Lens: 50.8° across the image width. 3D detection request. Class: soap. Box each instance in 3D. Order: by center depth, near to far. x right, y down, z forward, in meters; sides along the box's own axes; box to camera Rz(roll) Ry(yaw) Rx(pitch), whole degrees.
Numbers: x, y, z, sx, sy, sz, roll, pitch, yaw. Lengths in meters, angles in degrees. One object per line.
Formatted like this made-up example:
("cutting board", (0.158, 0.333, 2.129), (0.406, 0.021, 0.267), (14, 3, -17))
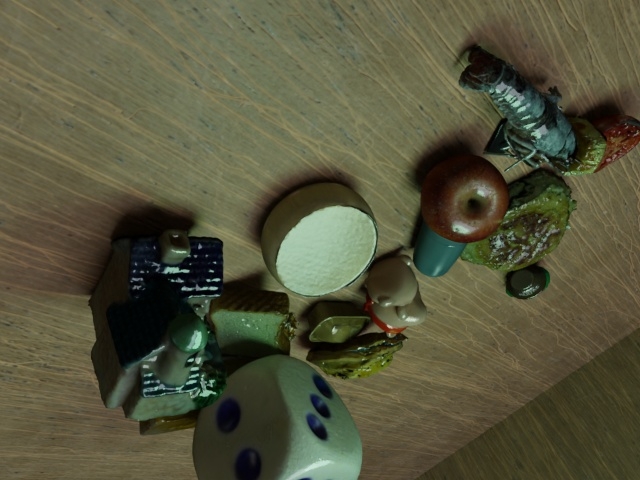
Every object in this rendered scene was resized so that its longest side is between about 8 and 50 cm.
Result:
("soap", (-0.295, 0.373, 1.674), (0.281, 0.143, 0.259), (-1, 147, -31))

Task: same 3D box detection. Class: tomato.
("tomato", (0.688, -0.253, 1.625), (0.166, 0.082, 0.174), (-35, 148, 9))

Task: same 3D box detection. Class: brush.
("brush", (0.423, -0.264, 1.480), (0.063, 0.016, 0.193), (-10, 142, -26))

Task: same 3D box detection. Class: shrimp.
("shrimp", (0.419, -0.242, 1.369), (0.410, 0.166, 0.221), (32, 86, -53))

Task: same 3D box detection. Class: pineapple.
("pineapple", (-0.099, 0.210, 1.691), (0.114, 0.077, 0.114), (-44, 152, -48))

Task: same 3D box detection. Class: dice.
("dice", (-0.100, 0.470, 1.547), (0.304, 0.304, 0.277), (-45, 140, 15))

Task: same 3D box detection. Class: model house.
("model house", (-0.277, 0.129, 1.235), (0.243, 0.298, 0.284), (-2, 137, -34))

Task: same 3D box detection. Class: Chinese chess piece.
("Chinese chess piece", (0.000, 0.000, 1.406), (0.250, 0.103, 0.250), (-15, 129, -18))

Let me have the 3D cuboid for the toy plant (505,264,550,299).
("toy plant", (0.633, 0.130, 2.068), (0.143, 0.105, 0.200), (-32, 158, 19))

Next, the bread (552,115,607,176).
("bread", (0.588, -0.211, 1.559), (0.069, 0.140, 0.128), (-4, 134, -20))

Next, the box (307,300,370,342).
("box", (0.045, 0.219, 1.756), (0.177, 0.111, 0.111), (7, 132, -40))

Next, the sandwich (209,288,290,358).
("sandwich", (-0.158, 0.194, 1.554), (0.186, 0.065, 0.215), (5, 142, -2))

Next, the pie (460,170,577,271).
("pie", (0.525, -0.039, 1.769), (0.354, 0.103, 0.288), (-25, 140, -2))

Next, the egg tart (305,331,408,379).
("egg tart", (0.105, 0.318, 1.825), (0.291, 0.107, 0.291), (-12, 180, 0))

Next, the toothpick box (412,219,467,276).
("toothpick box", (0.293, 0.003, 1.644), (0.120, 0.120, 0.184), (-14, 147, -21))

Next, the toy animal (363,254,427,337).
("toy animal", (0.187, 0.145, 1.719), (0.171, 0.171, 0.198), (-23, 143, -8))

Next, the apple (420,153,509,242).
("apple", (0.312, -0.090, 1.484), (0.201, 0.162, 0.201), (-2, 100, -14))
